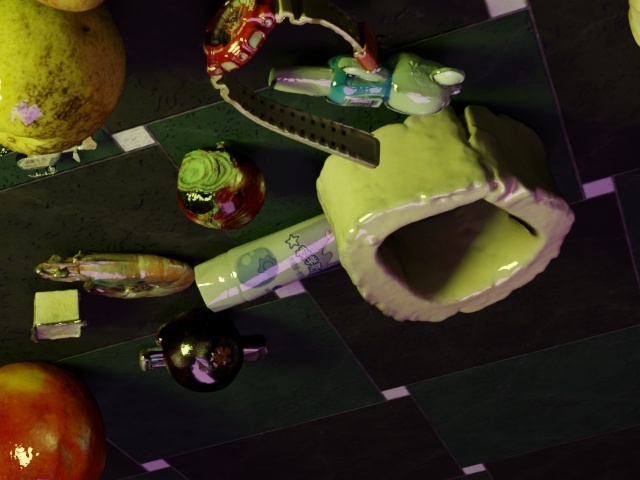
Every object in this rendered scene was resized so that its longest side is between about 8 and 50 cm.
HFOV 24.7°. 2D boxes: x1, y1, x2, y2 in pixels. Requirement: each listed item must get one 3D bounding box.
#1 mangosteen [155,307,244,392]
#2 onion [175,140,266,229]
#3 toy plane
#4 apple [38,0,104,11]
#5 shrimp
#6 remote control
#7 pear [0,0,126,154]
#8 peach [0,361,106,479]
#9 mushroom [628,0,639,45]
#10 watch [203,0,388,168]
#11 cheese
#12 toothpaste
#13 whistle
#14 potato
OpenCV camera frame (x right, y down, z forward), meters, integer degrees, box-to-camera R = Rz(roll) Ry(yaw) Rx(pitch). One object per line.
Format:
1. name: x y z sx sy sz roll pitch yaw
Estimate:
1. mangosteen: -0.194 0.169 2.282 0.137 0.137 0.151 19 172 -41
2. onion: -0.127 -0.066 1.902 0.117 0.118 0.118 14 162 30
3. toy plane: -0.339 -0.110 1.832 0.121 0.031 0.049 -9 142 5
4. apple: -0.252 -0.287 1.449 0.126 0.126 0.102 2 141 -20
5. shrimp: -0.302 0.056 2.114 0.251 0.052 0.143 10 152 -30
6. remote control: -0.193 0.187 2.395 0.212 0.028 0.059 -4 149 -9
7. pear: -0.303 -0.182 1.561 0.197 0.197 0.197 -7 150 -4
8. peach: -0.460 0.333 2.329 0.281 0.281 0.238 -31 145 33
9. mushroom: 0.403 -0.304 1.570 0.254 0.234 0.260 -18 126 -56
10. watch: -0.006 -0.191 1.668 0.268 0.102 0.165 22 131 -25
11. cheese: 0.163 -0.041 1.949 0.292 0.153 0.332 -35 145 22
12. toothpaste: 0.000 0.000 2.100 0.371 0.080 0.125 -23 145 6
13. whistle: 0.056 -0.194 1.764 0.236 0.077 0.114 3 162 -9
14. potato: -0.385 0.109 2.142 0.086 0.061 0.122 -5 168 -12
